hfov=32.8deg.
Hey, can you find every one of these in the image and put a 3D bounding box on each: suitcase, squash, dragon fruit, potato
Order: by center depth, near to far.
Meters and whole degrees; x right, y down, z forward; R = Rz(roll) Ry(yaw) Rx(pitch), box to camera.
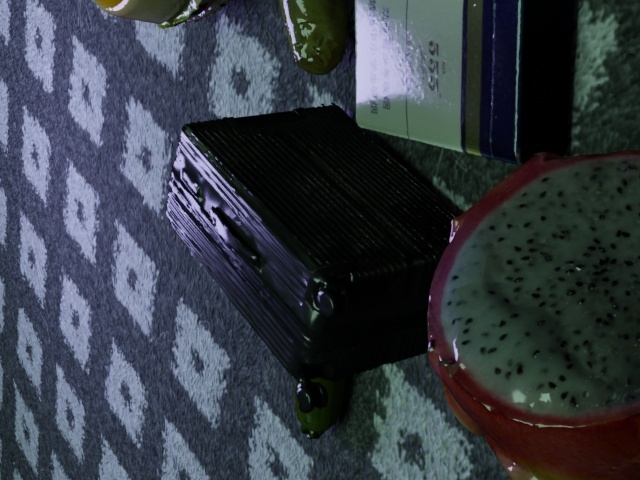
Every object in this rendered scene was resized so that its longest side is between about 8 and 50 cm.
[{"bbox_3d":[0.221,0.078,0.842,0.290,0.290,0.189,42,163,44],"label":"dragon fruit"},{"bbox_3d":[0.000,0.000,1.172,0.335,0.229,0.152,47,135,39],"label":"suitcase"},{"bbox_3d":[-0.009,-0.281,1.239,0.105,0.085,0.188,-30,-69,-83],"label":"potato"},{"bbox_3d":[0.004,0.149,1.366,0.069,0.069,0.258,35,128,48],"label":"squash"}]

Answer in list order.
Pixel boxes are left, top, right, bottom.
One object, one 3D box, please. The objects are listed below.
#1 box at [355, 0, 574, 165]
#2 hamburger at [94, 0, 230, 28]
[{"bbox_3d":[0.132,-0.175,1.063,0.259,0.071,0.168,22,118,52],"label":"box"},{"bbox_3d":[-0.206,-0.417,1.415,0.300,0.176,0.300,25,121,53],"label":"hamburger"}]
